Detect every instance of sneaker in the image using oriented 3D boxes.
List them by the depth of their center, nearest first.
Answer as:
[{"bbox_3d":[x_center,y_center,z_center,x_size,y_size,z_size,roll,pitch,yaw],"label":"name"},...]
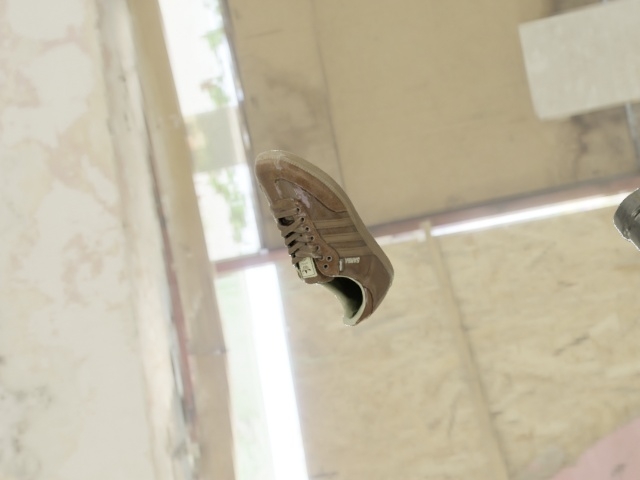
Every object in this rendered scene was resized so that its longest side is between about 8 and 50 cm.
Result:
[{"bbox_3d":[0.000,0.000,1.064,0.188,0.066,0.071,47,-127,-25],"label":"sneaker"}]

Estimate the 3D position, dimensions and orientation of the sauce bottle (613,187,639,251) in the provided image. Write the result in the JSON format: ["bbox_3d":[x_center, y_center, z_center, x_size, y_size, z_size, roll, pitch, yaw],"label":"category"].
[{"bbox_3d":[0.159,0.027,0.448,0.128,0.042,0.042,61,176,39],"label":"sauce bottle"}]
